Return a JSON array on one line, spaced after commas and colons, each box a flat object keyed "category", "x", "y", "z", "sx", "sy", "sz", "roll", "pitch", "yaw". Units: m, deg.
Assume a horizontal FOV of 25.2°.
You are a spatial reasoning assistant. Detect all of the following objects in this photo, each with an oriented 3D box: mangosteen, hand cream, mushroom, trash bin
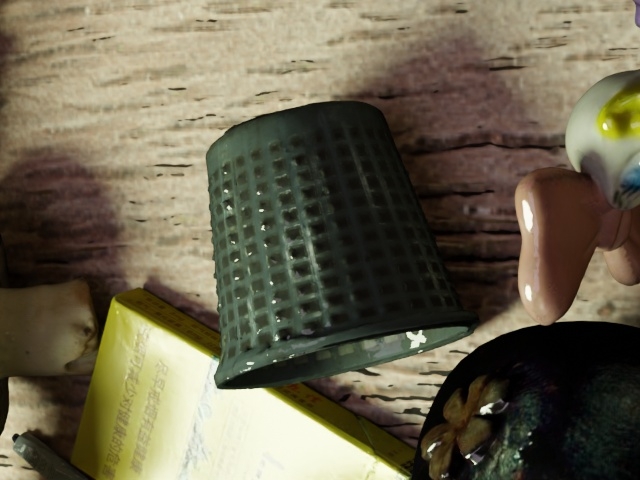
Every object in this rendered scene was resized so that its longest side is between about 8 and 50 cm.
[{"category": "mangosteen", "x": 0.167, "y": 0.160, "z": 0.810, "sx": 0.243, "sy": 0.243, "sz": 0.243, "roll": 7, "pitch": 104, "yaw": 32}, {"category": "hand cream", "x": -0.217, "y": 0.187, "z": 1.178, "sx": 0.093, "sy": 0.019, "sz": 0.030, "roll": 35, "pitch": 115, "yaw": 15}, {"category": "mushroom", "x": -0.263, "y": 0.071, "z": 1.100, "sx": 0.204, "sy": 0.204, "sz": 0.204, "roll": 7, "pitch": 104, "yaw": 32}, {"category": "trash bin", "x": 0.000, "y": 0.000, "z": 0.912, "sx": 0.175, "sy": 0.175, "sz": 0.161, "roll": -20, "pitch": 79, "yaw": 35}]

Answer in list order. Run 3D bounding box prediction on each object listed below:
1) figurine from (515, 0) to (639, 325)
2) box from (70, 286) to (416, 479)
[{"category": "figurine", "x": 0.183, "y": -0.167, "z": 0.758, "sx": 0.193, "sy": 0.154, "sz": 0.421, "roll": 4, "pitch": 100, "yaw": 38}, {"category": "box", "x": -0.059, "y": 0.163, "z": 1.050, "sx": 0.279, "sy": 0.041, "sz": 0.153, "roll": 28, "pitch": 113, "yaw": 26}]
